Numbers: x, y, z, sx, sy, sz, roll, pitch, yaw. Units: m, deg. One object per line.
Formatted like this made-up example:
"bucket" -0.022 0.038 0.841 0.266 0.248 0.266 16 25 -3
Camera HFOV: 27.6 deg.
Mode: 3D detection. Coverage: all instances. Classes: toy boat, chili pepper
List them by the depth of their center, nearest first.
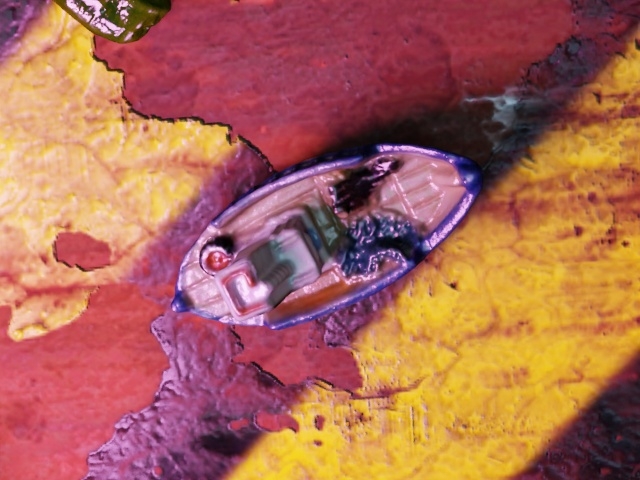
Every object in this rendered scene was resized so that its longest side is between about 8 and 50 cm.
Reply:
"chili pepper" -0.197 -0.228 0.952 0.072 0.073 0.204 -37 99 22
"toy boat" 0.000 0.000 0.977 0.262 0.115 0.114 -26 102 6
